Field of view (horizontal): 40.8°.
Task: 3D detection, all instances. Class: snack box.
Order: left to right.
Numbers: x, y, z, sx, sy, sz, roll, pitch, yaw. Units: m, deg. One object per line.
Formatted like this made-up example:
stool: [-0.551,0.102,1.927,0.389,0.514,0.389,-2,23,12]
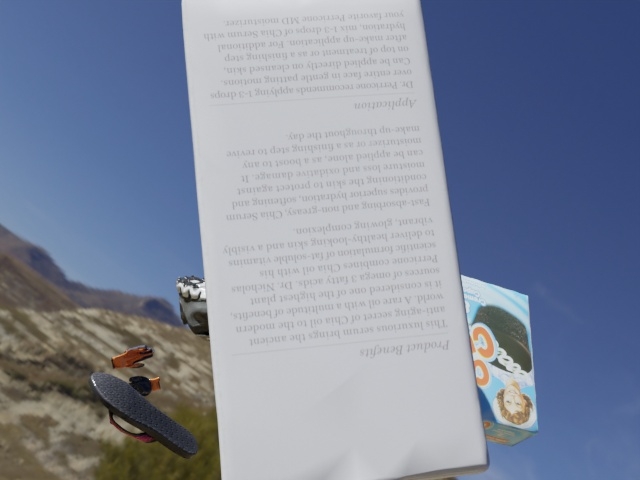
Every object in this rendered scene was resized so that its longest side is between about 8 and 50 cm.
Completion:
snack box: [0.100,0.113,1.003,0.322,0.187,0.060,17,-35,-18]

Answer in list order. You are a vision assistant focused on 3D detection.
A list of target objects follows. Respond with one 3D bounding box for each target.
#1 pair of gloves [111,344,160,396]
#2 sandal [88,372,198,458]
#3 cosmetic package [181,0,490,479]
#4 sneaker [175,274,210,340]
pair of gloves: [-0.290,0.208,1.351,0.010,0.074,0.083,3,-76,52]
sandal: [-0.237,0.238,1.124,0.179,0.040,0.067,43,14,-24]
cosmetic package: [0.000,0.000,0.823,0.230,0.453,0.161,-4,-12,-8]
sneaker: [-0.184,0.138,1.565,0.078,0.106,0.234,-6,15,-43]
